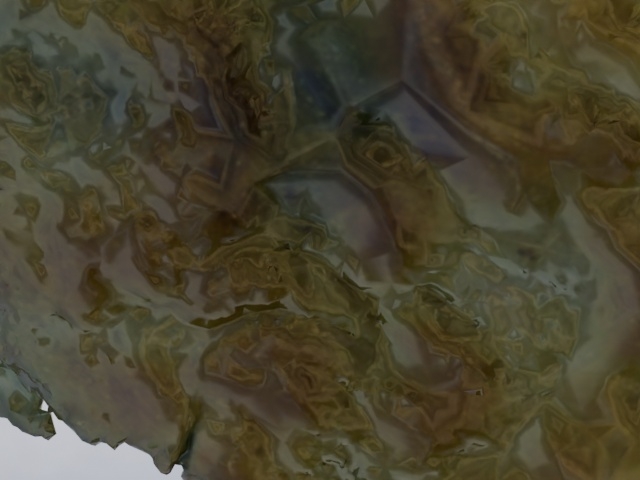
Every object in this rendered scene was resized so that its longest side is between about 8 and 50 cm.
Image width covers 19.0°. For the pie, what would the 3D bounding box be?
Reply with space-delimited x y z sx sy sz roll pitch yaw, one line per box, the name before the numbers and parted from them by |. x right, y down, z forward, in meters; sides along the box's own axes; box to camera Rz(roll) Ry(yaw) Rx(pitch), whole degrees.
pie | 0.000 0.000 0.562 0.337 0.337 0.075 66 -158 -15
